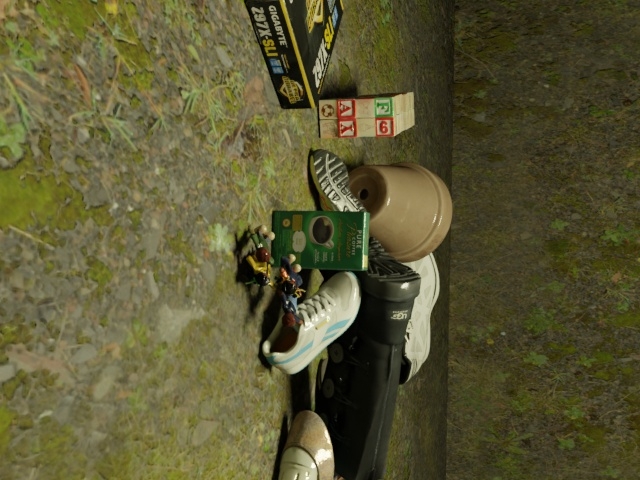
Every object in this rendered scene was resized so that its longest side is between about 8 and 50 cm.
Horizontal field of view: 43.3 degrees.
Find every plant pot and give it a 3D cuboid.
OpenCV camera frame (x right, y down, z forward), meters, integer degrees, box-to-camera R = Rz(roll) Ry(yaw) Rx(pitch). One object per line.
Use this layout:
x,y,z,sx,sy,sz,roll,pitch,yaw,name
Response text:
0.165,-0.087,2.016,0.229,0.263,0.263,17,73,-54,plant pot

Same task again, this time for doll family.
-0.075,0.068,1.402,0.193,0.076,0.111,46,16,-23,doll family

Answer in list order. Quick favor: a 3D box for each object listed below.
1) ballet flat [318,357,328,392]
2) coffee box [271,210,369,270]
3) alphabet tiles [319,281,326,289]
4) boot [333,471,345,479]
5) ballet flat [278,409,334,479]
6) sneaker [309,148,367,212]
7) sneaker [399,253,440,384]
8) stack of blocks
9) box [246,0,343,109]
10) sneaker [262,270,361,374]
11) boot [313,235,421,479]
0.040,0.389,1.814,0.084,0.058,0.250,-7,73,-33,ballet flat
0.000,0.000,1.517,0.040,0.184,0.113,13,77,-72,coffee box
0.069,0.139,1.919,0.198,0.009,0.237,-40,117,-52,alphabet tiles
0.033,0.555,1.797,0.219,0.082,0.106,3,98,-54,boot
-0.035,0.493,1.560,0.106,0.107,0.316,-10,99,-59,ballet flat
0.022,-0.107,1.795,0.081,0.094,0.208,-37,112,-27,sneaker
0.255,0.218,2.382,0.257,0.169,0.448,-48,138,-68,sneaker
0.117,-0.302,1.923,0.297,0.171,0.087,-38,126,-70,stack of blocks
-0.040,-0.455,1.572,0.257,0.079,0.322,73,24,-48,box
-0.013,0.147,1.494,0.229,0.087,0.092,-50,146,-3,sneaker
0.050,0.227,1.688,0.367,0.146,0.445,-137,-131,-60,boot
